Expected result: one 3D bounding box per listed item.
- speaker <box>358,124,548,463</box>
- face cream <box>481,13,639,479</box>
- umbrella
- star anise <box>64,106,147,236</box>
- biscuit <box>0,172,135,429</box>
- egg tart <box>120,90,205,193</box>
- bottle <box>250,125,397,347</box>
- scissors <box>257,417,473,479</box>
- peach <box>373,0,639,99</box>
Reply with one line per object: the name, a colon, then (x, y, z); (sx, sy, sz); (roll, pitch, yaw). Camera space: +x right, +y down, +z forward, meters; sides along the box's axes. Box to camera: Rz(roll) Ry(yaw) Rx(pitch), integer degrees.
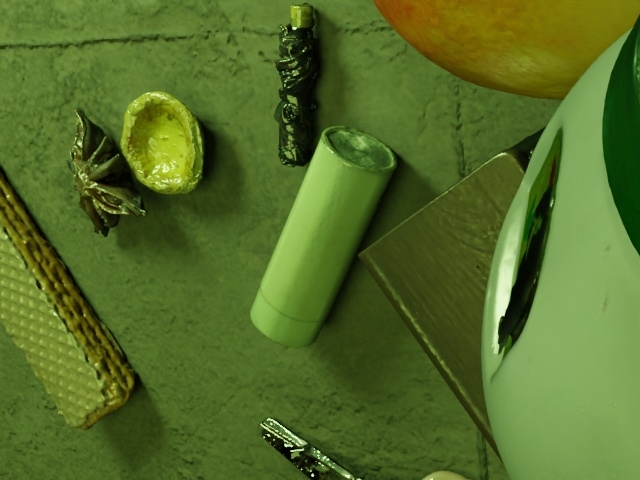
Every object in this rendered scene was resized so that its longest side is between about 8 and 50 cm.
speaker: (0.178, 0.046, 0.851); (0.192, 0.153, 0.231); (-38, 85, 35)
face cream: (0.204, 0.022, 0.547); (0.219, 0.312, 0.357); (14, 156, 2)
umbrella: (-0.021, -0.137, 0.980); (0.037, 0.040, 0.144); (17, 114, 36)
star anise: (-0.224, -0.073, 1.117); (0.124, 0.056, 0.129); (-20, 93, 55)
biscuit: (-0.334, 0.033, 1.224); (0.094, 0.054, 0.379); (-35, 87, 35)
egg tart: (-0.146, -0.096, 1.071); (0.105, 0.039, 0.105); (11, 112, 29)
bottle: (0.000, 0.000, 0.995); (0.072, 0.072, 0.201); (34, 122, 18)
scissors: (0.052, 0.259, 1.050); (0.317, 0.024, 0.160); (31, 85, 31)
peach: (0.150, -0.226, 0.697); (0.308, 0.289, 0.289); (-18, 97, 30)
